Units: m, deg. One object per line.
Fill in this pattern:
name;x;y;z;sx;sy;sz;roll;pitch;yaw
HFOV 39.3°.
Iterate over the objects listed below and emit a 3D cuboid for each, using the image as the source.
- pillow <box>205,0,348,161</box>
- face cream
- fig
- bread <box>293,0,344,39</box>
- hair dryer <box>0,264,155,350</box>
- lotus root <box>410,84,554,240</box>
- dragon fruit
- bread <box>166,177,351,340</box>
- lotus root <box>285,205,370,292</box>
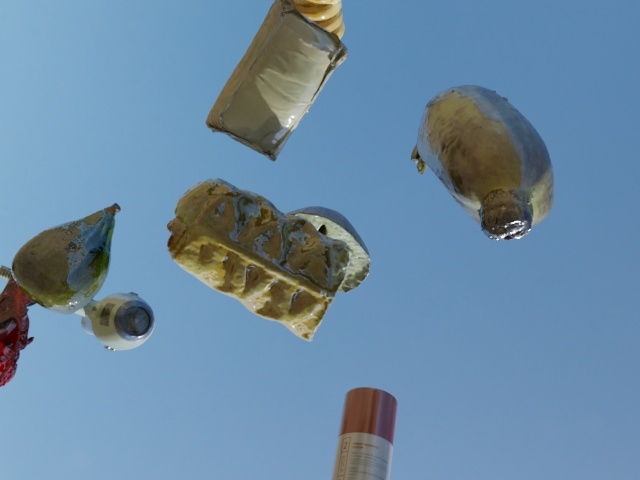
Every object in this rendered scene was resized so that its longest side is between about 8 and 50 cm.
pillow;-0.058;-0.212;1.196;0.208;0.119;0.053;-54;-166;19
face cream;0.071;0.359;1.485;0.095;0.095;0.214;-30;-142;44
fig;-0.334;0.020;1.232;0.117;0.117;0.177;-18;-153;48
bread;-0.020;-0.427;1.644;0.119;0.177;0.084;27;-114;20
hair dryer;-0.466;0.133;1.752;0.296;0.298;0.119;128;-16;-72
lotus root;0.223;-0.099;1.188;0.173;0.173;0.309;-58;-154;22
dragon fruit;-0.504;0.113;1.374;0.092;0.122;0.192;25;-93;51
bread;-0.091;0.018;1.275;0.152;0.267;0.130;-62;-172;-11
lotus root;0.003;0.003;1.604;0.183;0.204;0.078;-14;-141;34
